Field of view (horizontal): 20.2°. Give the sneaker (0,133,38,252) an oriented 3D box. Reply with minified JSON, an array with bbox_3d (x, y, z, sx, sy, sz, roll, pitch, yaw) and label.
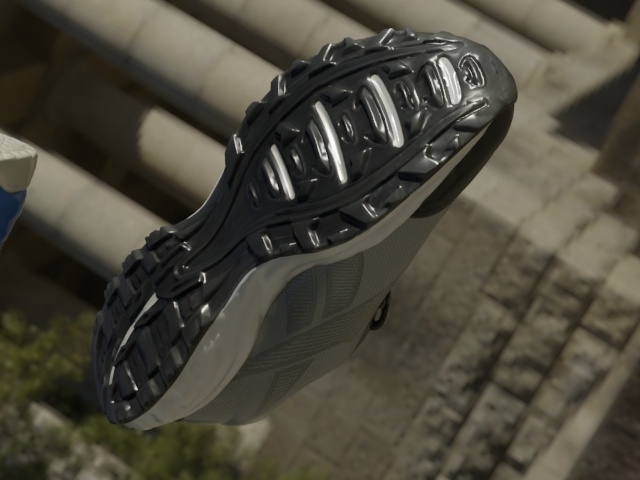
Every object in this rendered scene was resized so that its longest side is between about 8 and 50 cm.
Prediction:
[{"bbox_3d":[-0.179,-0.002,0.748,0.152,0.058,0.084,-11,-59,-66],"label":"sneaker"}]

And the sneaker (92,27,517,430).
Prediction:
[{"bbox_3d":[0.000,0.000,0.855,0.108,0.100,0.271,15,-45,-38],"label":"sneaker"}]
